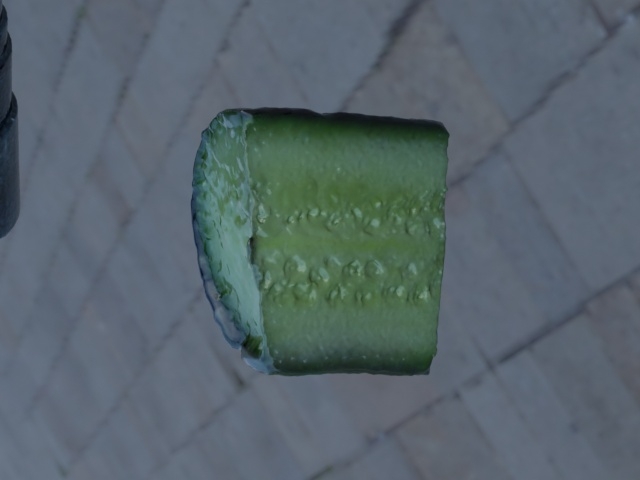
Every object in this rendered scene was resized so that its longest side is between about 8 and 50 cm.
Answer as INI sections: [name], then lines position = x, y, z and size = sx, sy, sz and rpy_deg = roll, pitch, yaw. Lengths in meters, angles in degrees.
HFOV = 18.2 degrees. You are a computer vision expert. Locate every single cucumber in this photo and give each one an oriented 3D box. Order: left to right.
[cucumber]
position = 0.000, 0.000, 0.890
size = 0.062, 0.115, 0.116
rpy_deg = 11, 98, 61

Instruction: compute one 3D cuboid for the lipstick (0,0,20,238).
[lipstick]
position = -0.150, -0.088, 0.862
size = 0.053, 0.053, 0.234
rpy_deg = 50, 148, 26
